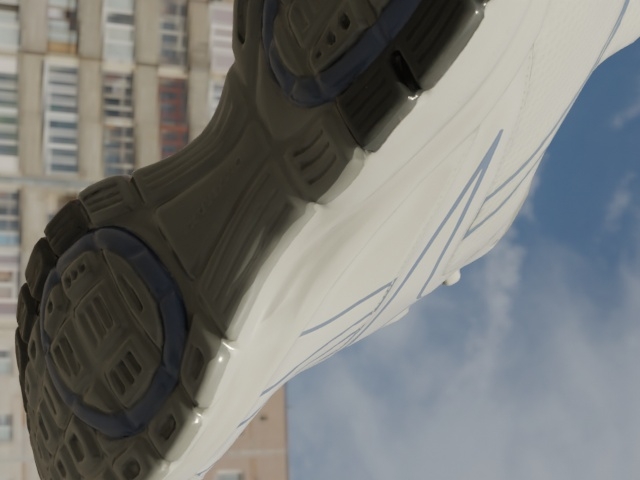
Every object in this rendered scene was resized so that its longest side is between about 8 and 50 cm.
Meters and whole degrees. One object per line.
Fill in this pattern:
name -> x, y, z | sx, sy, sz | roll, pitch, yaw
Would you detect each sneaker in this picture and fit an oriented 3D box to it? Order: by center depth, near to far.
sneaker -> 0.000, 0.000, 0.427 | 0.297, 0.129, 0.111 | -47, -126, 29
